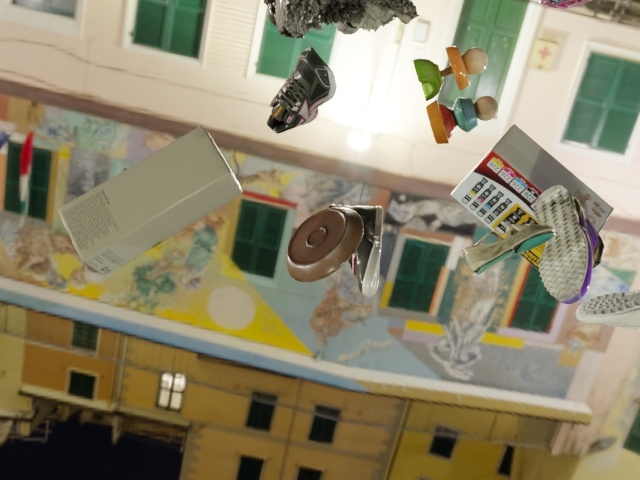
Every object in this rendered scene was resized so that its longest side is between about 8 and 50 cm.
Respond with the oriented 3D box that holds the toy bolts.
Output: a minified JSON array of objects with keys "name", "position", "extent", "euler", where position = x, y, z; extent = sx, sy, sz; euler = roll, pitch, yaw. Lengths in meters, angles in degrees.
[{"name":"toy bolts","position":[0.327,-0.310,1.635],"extent":[0.158,0.218,0.228],"euler":[-16,152,14]}]

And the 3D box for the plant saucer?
[{"name":"plant saucer","position":[0.000,0.000,1.298],"extent":[0.029,0.168,0.168],"euler":[48,176,-35]}]

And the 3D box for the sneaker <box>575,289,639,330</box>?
[{"name":"sneaker","position":[0.753,0.182,1.753],"extent":[0.235,0.095,0.090],"euler":[-11,-151,22]}]

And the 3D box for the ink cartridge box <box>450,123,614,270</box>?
[{"name":"ink cartridge box","position":[0.494,-0.078,1.750],"extent":[0.309,0.272,0.130],"euler":[41,-124,5]}]

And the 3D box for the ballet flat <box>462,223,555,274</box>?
[{"name":"ballet flat","position":[0.303,0.000,1.150],"extent":[0.168,0.057,0.052],"euler":[-23,-111,-20]}]

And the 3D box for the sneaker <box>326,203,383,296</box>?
[{"name":"sneaker","position":[0.060,0.019,1.565],"extent":[0.147,0.104,0.295],"euler":[5,-144,2]}]

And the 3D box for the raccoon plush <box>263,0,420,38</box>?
[{"name":"raccoon plush","position":[0.069,-0.516,1.295],"extent":[0.299,0.216,0.446],"euler":[-9,172,-15]}]

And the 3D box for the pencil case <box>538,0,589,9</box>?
[{"name":"pencil case","position":[0.438,-0.638,1.349],"extent":[0.167,0.386,0.160],"euler":[-19,180,1]}]

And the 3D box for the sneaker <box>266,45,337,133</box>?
[{"name":"sneaker","position":[-0.034,-0.205,1.040],"extent":[0.077,0.178,0.072],"euler":[-38,-101,-23]}]

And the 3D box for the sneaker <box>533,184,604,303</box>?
[{"name":"sneaker","position":[0.518,0.024,1.432],"extent":[0.146,0.102,0.293],"euler":[38,-139,-25]}]

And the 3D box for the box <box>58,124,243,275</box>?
[{"name":"box","position":[-0.276,-0.064,1.175],"extent":[0.113,0.275,0.094],"euler":[59,176,21]}]
